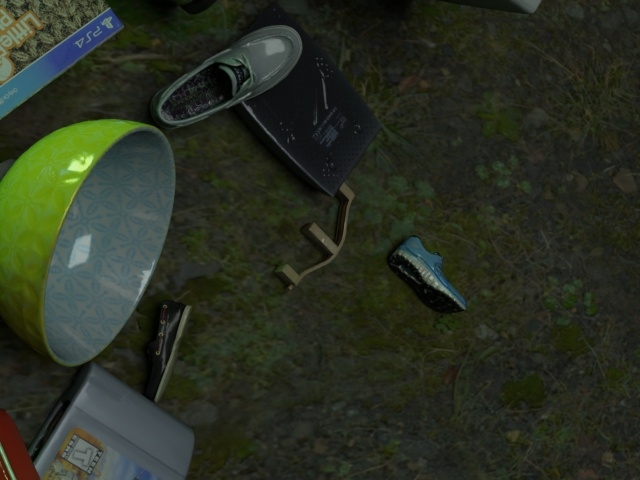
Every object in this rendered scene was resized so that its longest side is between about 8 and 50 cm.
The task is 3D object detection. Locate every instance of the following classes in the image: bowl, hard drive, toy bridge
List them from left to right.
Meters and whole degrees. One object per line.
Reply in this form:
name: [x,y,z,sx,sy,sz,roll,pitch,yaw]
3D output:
bowl: [-0.302,-0.015,1.099,0.156,0.289,0.290,19,67,12]
hard drive: [-0.036,-0.201,1.402,0.255,0.054,0.172,46,60,-22]
toy bridge: [0.000,0.000,1.420,0.063,0.026,0.188,46,60,-24]

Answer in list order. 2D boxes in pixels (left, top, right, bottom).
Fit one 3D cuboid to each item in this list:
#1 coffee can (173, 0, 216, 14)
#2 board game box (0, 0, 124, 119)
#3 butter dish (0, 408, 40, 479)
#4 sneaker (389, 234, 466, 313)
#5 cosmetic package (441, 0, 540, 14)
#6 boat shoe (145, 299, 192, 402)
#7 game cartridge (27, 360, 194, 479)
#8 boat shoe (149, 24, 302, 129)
coffee can: [-0.227,-0.442,1.202,0.275,0.201,0.202,27,69,-30]
board game box: [-0.416,-0.283,1.078,0.232,0.141,0.291,-48,111,-31]
butter dish: [-0.398,0.283,1.040,0.159,0.118,0.160,-10,48,-37]
sneaker: [0.184,0.053,1.527,0.162,0.063,0.073,46,57,-23]
cosmetic package: [0.151,-0.566,1.360,0.393,0.329,0.328,23,96,-33]
boat shoe: [-0.204,0.143,1.242,0.042,0.049,0.133,15,83,0]
game cartridge: [-0.280,0.322,1.156,0.198,0.062,0.297,38,63,-22]
boat shoe: [-0.119,-0.212,1.269,0.227,0.081,0.079,-30,107,-5]
